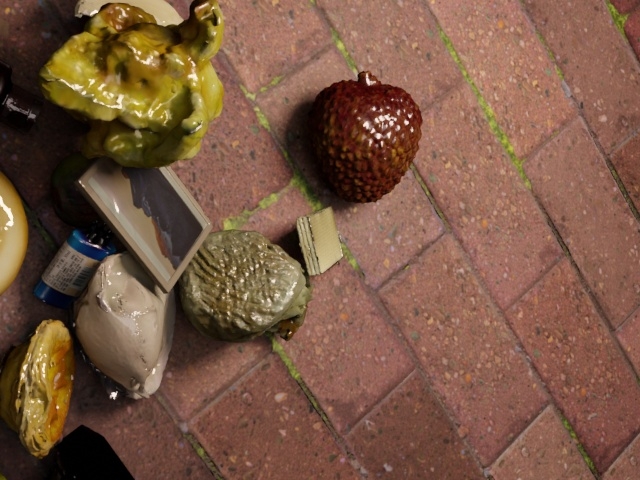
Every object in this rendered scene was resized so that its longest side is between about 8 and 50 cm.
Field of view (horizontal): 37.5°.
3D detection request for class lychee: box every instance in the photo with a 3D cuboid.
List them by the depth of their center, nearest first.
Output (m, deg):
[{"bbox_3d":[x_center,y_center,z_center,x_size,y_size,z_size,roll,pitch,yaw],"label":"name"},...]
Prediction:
[{"bbox_3d":[0.089,-0.208,1.921,0.236,0.236,0.271,-14,115,-28],"label":"lychee"}]

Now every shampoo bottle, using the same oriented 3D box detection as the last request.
[{"bbox_3d":[-0.640,-0.291,1.621,0.323,0.084,0.129,27,79,-25],"label":"shampoo bottle"},{"bbox_3d":[-0.430,0.041,1.676,0.087,0.050,0.183,26,114,-33],"label":"shampoo bottle"}]

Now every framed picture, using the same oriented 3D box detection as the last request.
[{"bbox_3d":[-0.309,-0.063,1.692,0.265,0.018,0.192,55,42,-27],"label":"framed picture"}]

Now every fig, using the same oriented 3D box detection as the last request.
[{"bbox_3d":[-0.373,-0.101,1.731,0.245,0.149,0.149,-16,95,-40],"label":"fig"}]

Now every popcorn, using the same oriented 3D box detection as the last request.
[{"bbox_3d":[-0.288,-0.232,1.539,0.321,0.290,0.325,-36,61,-25],"label":"popcorn"}]

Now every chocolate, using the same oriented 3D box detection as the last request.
[{"bbox_3d":[-0.435,0.475,1.648,0.177,0.206,0.224,-37,90,6],"label":"chocolate"}]

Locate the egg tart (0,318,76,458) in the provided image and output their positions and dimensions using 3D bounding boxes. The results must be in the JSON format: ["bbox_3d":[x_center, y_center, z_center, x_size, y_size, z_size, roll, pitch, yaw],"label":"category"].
[{"bbox_3d":[-0.487,0.251,1.611,0.106,0.241,0.241,5,84,1],"label":"egg tart"}]

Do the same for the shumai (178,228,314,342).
[{"bbox_3d":[-0.153,0.111,1.829,0.260,0.222,0.225,13,63,9],"label":"shumai"}]

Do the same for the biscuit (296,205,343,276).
[{"bbox_3d":[0.000,0.000,1.898,0.040,0.199,0.121,-14,93,16],"label":"biscuit"}]

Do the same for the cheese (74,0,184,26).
[{"bbox_3d":[-0.357,-0.333,1.746,0.233,0.127,0.266,9,82,-28],"label":"cheese"}]

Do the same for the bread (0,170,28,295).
[{"bbox_3d":[-0.655,-0.020,1.554,0.333,0.160,0.333,2,87,-30],"label":"bread"}]

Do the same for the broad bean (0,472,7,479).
[{"bbox_3d":[-0.612,0.504,1.574,0.238,0.119,0.291,-11,95,-37],"label":"broad bean"}]

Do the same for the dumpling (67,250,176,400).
[{"bbox_3d":[-0.359,0.149,1.718,0.163,0.204,0.293,-10,121,6],"label":"dumpling"}]
